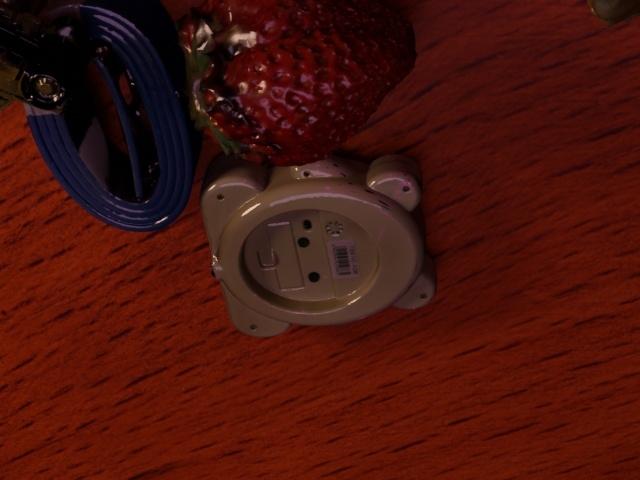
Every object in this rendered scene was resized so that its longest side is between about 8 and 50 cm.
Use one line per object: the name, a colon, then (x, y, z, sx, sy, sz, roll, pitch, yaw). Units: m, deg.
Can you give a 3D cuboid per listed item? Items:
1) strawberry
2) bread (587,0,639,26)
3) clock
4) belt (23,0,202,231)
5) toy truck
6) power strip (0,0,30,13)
strawberry: (-0.023, -0.214, 1.674, 0.288, 0.250, 0.238, -21, 159, -13)
bread: (0.360, -0.317, 1.629, 0.103, 0.110, 0.156, -37, 114, 21)
clock: (0.000, 0.000, 1.890, 0.310, 0.114, 0.284, -6, 122, 8)
belt: (-0.274, -0.181, 1.791, 0.213, 0.117, 0.347, -8, 125, 11)
toy truck: (-0.407, -0.230, 1.599, 0.257, 0.127, 0.127, 22, 131, -13)
power strip: (-0.491, -0.311, 1.710, 0.224, 0.139, 0.140, 17, 125, -6)
